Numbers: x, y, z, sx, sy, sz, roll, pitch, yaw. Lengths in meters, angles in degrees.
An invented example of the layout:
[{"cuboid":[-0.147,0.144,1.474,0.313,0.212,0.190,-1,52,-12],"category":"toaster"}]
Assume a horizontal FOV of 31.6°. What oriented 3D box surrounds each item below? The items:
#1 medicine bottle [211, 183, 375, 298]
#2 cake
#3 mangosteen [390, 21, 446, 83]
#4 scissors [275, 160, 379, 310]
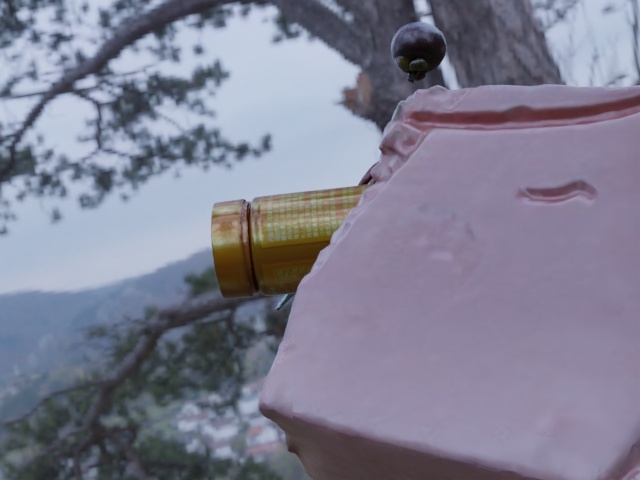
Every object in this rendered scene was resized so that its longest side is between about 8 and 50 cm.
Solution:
[{"cuboid":[0.000,0.000,1.054,0.192,0.096,0.096,-7,2,5],"category":"medicine bottle"},{"cuboid":[0.151,0.092,0.788,0.293,0.314,0.306,7,-29,26],"category":"cake"},{"cuboid":[0.141,-0.271,1.608,0.081,0.081,0.081,-12,1,0],"category":"mangosteen"},{"cuboid":[0.027,0.004,1.569,0.247,0.017,0.144,-52,-22,2],"category":"scissors"}]
